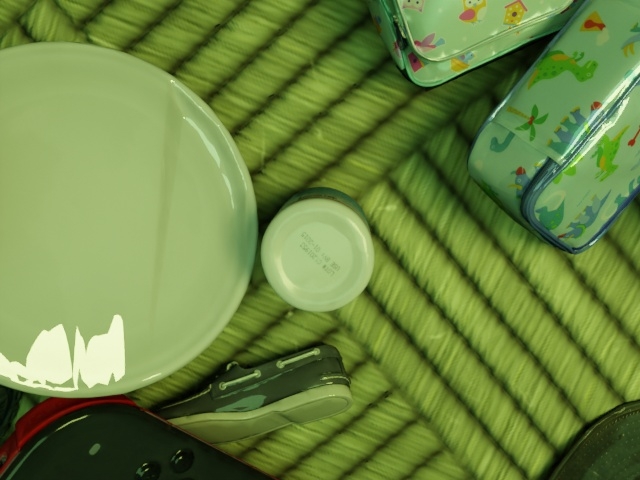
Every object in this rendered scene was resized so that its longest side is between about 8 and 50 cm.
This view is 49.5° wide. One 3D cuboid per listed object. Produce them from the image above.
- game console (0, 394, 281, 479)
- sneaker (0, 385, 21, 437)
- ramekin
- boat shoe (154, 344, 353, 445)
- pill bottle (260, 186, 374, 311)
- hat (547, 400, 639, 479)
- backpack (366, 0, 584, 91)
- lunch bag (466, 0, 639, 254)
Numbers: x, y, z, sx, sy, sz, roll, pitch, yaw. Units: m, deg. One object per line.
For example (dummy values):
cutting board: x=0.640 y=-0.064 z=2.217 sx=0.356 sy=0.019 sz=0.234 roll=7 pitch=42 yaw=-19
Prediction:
game console: x=-0.194 y=0.338 z=0.580 sx=0.342 sy=0.060 sz=0.386 roll=42 pitch=80 yaw=-34
sneaker: x=-0.361 y=0.102 z=0.661 sx=0.129 sy=0.111 sz=0.297 roll=16 pitch=96 yaw=15
ramekin: x=-0.197 y=-0.010 z=0.564 sx=0.273 sy=0.127 sz=0.273 roll=5 pitch=78 yaw=-26
boat shoe: x=-0.071 y=0.152 z=0.680 sx=0.206 sy=0.075 sz=0.065 roll=-14 pitch=56 yaw=9
pill bottle: x=0.000 y=0.000 z=0.589 sx=0.087 sy=0.160 sz=0.087 roll=0 pitch=100 yaw=2
hat: x=0.351 y=0.320 z=0.647 sx=0.331 sy=0.134 sz=0.331 roll=0 pitch=99 yaw=3
backpack: x=0.109 y=-0.234 z=0.558 sx=0.166 sy=0.144 sz=0.188 roll=-22 pitch=96 yaw=9
lunch bag: x=0.234 y=-0.099 z=0.564 sx=0.219 sy=0.176 sz=0.090 roll=-51 pitch=55 yaw=8
